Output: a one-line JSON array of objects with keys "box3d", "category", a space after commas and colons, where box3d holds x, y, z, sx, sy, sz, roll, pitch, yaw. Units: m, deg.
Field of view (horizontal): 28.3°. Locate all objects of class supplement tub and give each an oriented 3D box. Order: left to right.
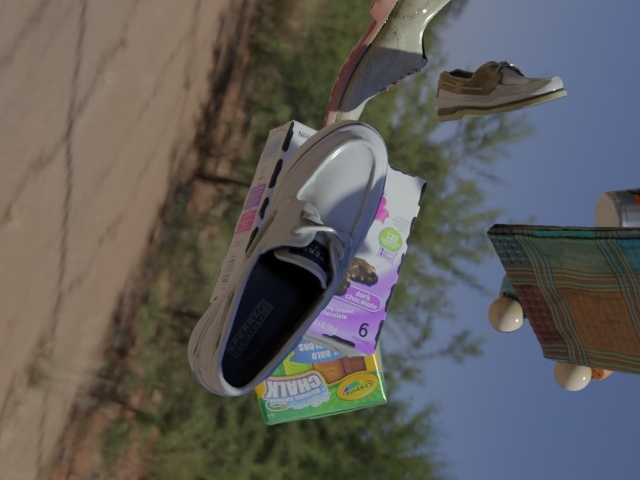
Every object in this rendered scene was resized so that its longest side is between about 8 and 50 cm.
[{"box3d": [0.589, -0.038, 2.223, 0.117, 0.190, 0.117, 173, -90, -81], "category": "supplement tub"}]

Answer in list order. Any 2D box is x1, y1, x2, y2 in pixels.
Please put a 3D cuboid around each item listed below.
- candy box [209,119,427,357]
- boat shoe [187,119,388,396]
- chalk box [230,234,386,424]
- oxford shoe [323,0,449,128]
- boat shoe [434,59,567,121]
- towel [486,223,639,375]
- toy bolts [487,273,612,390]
[{"box3d": [0.000, 0.000, 1.296, 0.070, 0.164, 0.196, -13, -123, 67], "category": "candy box"}, {"box3d": [-0.019, 0.013, 1.068, 0.267, 0.096, 0.088, -54, -164, -10], "category": "boat shoe"}, {"box3d": [-0.011, 0.136, 1.782, 0.179, 0.180, 0.289, -93, 169, -66], "category": "chalk box"}, {"box3d": [0.122, -0.335, 2.425, 0.140, 0.146, 0.397, -75, -169, -66], "category": "oxford shoe"}, {"box3d": [0.337, -0.296, 2.451, 0.113, 0.302, 0.103, -13, 96, -44], "category": "boat shoe"}, {"box3d": [0.424, 0.092, 1.809, 0.370, 0.271, 0.040, 3, -142, 50], "category": "towel"}, {"box3d": [0.385, 0.114, 2.033, 0.158, 0.228, 0.218, -46, 155, -23], "category": "toy bolts"}]
